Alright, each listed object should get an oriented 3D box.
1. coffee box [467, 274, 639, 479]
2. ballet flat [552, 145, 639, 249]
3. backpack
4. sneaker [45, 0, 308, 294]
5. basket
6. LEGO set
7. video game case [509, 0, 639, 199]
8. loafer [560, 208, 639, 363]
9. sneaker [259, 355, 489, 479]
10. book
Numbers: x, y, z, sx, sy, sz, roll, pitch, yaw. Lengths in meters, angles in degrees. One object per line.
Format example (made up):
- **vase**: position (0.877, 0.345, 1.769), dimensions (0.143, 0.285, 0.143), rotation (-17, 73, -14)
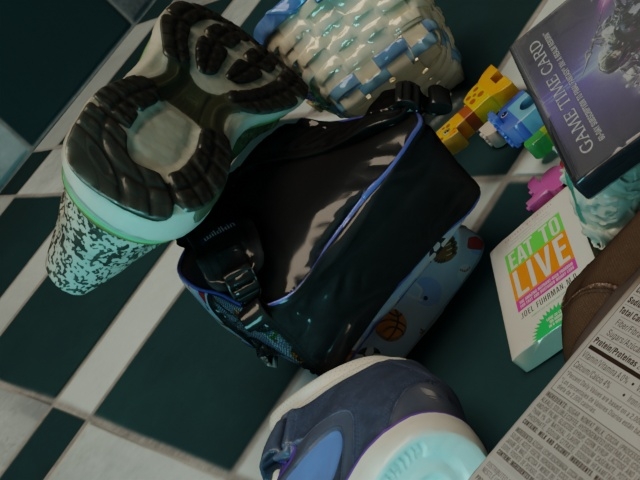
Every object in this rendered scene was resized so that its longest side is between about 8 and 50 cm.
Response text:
- **coffee box**: position (0.199, 0.138, 0.642), dimensions (0.297, 0.168, 0.119), rotation (-49, 26, -2)
- **ballet flat**: position (0.341, -0.157, 0.914), dimensions (0.409, 0.147, 0.147), rotation (-45, 25, 1)
- **backpack**: position (0.000, 0.000, 1.119), dimensions (0.276, 0.213, 0.263), rotation (-46, 31, -18)
- **sneaker**: position (-0.148, -0.088, 1.112), dimensions (0.182, 0.158, 0.410), rotation (-48, 4, 32)
- **basket**: position (0.017, -0.264, 1.335), dimensions (0.201, 0.289, 0.255), rotation (-34, -16, 12)
- **LEGO set**: position (0.167, -0.096, 1.144), dimensions (0.093, 0.087, 0.227), rotation (-42, 24, 8)
- **video game case**: position (0.270, -0.173, 0.866), dimensions (0.274, 0.026, 0.196), rotation (-40, 33, 22)
- **loafer**: position (0.289, -0.038, 0.813), dimensions (0.366, 0.134, 0.130), rotation (-43, 26, 6)
- **sneaker**: position (-0.011, 0.229, 0.918), dimensions (0.323, 0.130, 0.236), rotation (-51, 15, 1)
- **book**: position (0.190, 0.032, 0.990), dimensions (0.096, 0.035, 0.144), rotation (-40, 27, 23)
